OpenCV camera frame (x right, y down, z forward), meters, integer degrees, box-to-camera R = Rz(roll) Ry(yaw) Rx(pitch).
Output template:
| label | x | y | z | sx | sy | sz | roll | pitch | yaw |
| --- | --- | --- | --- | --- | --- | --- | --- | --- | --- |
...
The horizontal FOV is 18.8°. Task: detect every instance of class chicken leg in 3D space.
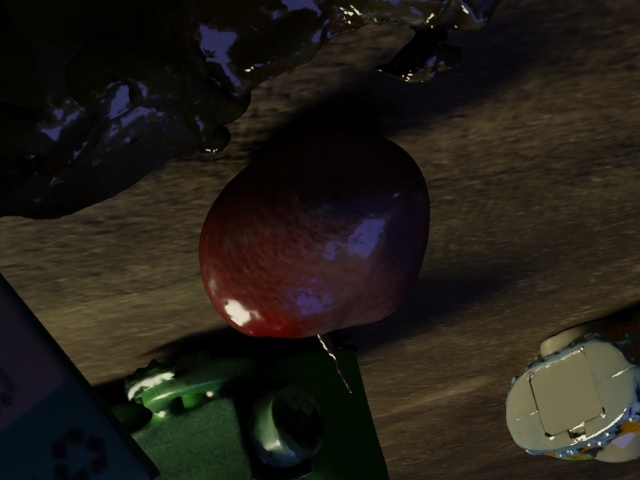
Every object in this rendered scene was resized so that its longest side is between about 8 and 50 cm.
| label | x | y | z | sx | sy | sz | roll | pitch | yaw |
| --- | --- | --- | --- | --- | --- | --- | --- | --- | --- |
| chicken leg | -0.040 | -0.067 | 0.627 | 0.227 | 0.088 | 0.103 | -17 | 152 | 21 |

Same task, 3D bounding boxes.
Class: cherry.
| label | x | y | z | sx | sy | sz | roll | pitch | yaw |
| --- | --- | --- | --- | --- | --- | --- | --- | --- | --- |
| cherry | 0.003 | -0.003 | 0.893 | 0.106 | 0.087 | 0.126 | 8 | 135 | -41 |

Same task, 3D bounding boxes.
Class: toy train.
| label | x | y | z | sx | sy | sz | roll | pitch | yaw |
| --- | --- | --- | --- | --- | --- | --- | --- | --- | --- |
| toy train | -0.074 | 0.151 | 1.288 | 0.243 | 0.132 | 0.188 | -24 | 167 | 38 |

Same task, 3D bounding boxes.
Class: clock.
| label | x | y | z | sx | sy | sz | roll | pitch | yaw |
| --- | --- | --- | --- | --- | --- | --- | --- | --- | --- |
| clock | 0.245 | 0.114 | 1.508 | 0.144 | 0.103 | 0.231 | -4 | 163 | -40 |

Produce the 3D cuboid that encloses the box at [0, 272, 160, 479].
| label | x | y | z | sx | sy | sz | roll | pitch | yaw |
| --- | --- | --- | --- | --- | --- | --- | --- | --- | --- |
| box | -0.189 | 0.088 | 0.702 | 0.205 | 0.118 | 0.311 | -35 | -174 | -10 |
